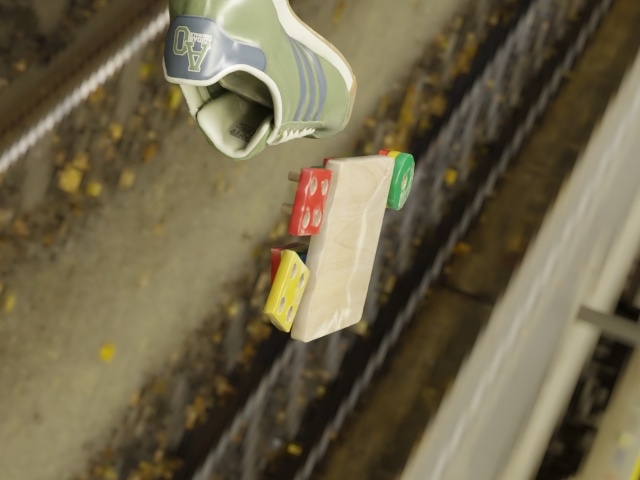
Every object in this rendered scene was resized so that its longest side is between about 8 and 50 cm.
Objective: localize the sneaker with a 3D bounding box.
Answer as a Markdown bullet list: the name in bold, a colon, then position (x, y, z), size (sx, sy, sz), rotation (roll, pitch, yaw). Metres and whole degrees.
- **sneaker**: position (-0.036, -0.077, 0.911), size (0.192, 0.064, 0.086), rotation (54, 46, -63)

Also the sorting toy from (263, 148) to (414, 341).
- **sorting toy**: position (0.000, 0.000, 1.316), size (0.274, 0.046, 0.132), rotation (-14, 117, -71)
